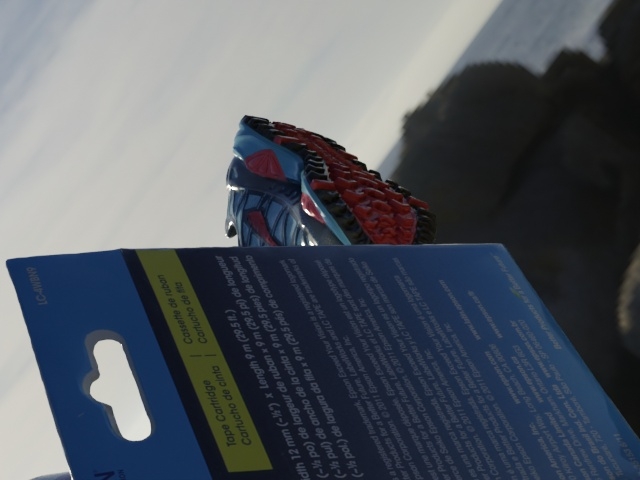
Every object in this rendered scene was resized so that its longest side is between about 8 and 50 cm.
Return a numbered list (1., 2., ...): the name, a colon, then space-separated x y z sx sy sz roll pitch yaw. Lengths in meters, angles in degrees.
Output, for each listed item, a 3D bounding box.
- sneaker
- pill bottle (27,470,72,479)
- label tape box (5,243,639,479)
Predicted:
1. sneaker: 0.000 0.000 1.245 0.262 0.104 0.125 45 119 60
2. pill bottle: -0.206 0.246 1.379 0.193 0.108 0.108 -17 30 50
3. label tape box: -0.001 0.118 0.996 0.249 0.347 0.115 -119 35 -46
